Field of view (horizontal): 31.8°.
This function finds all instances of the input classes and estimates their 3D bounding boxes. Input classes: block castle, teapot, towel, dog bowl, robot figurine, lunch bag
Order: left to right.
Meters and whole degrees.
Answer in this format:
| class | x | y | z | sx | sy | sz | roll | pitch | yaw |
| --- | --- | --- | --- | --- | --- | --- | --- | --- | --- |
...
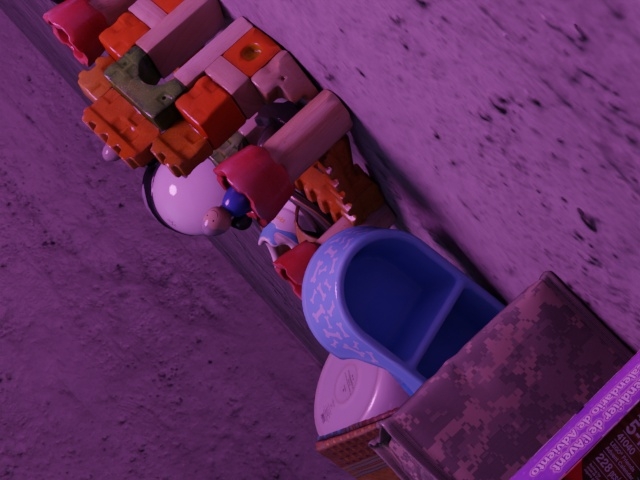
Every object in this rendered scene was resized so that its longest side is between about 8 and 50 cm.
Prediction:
| class | x | y | z | sx | sy | sz | roll | pitch | yaw |
| --- | --- | --- | --- | --- | --- | --- | --- | --- | --- |
| robot figurine | -0.242 | -0.099 | 2.114 | 0.278 | 0.209 | 0.174 | -165 | 70 | -74 |
| block castle | -0.142 | -0.129 | 1.405 | 0.453 | 0.213 | 0.303 | 42 | 169 | 32 |
| teapot | 0.121 | 0.276 | 1.939 | 0.187 | 0.256 | 0.252 | 23 | 160 | -24 |
| dog bowl | 0.121 | 0.099 | 1.289 | 0.297 | 0.166 | 0.074 | 38 | 160 | -11 |
| towel | 0.208 | 0.367 | 1.754 | 0.271 | 0.040 | 0.370 | -28 | 125 | 36 |
| lunch bag | 0.231 | 0.217 | 1.092 | 0.287 | 0.235 | 0.169 | 46 | 165 | 13 |

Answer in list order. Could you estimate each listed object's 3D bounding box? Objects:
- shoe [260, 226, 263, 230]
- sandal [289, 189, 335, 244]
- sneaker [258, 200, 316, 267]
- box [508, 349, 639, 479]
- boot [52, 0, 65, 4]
| class | x | y | z | sx | sy | sz | roll | pitch | yaw |
| --- | --- | --- | --- | --- | --- | --- | --- | --- | --- |
| shoe | -0.096 | -0.084 | 1.889 | 0.219 | 0.058 | 0.077 | 71 | -175 | -59 |
| sandal | 0.000 | 0.000 | 1.763 | 0.219 | 0.060 | 0.090 | 53 | 169 | -31 |
| sneaker | -0.023 | 0.037 | 1.877 | 0.087 | 0.092 | 0.229 | 5 | 142 | 48 |
| box | 0.314 | 0.252 | 0.973 | 0.293 | 0.201 | 0.057 | 50 | 171 | -18 |
| boot | -0.322 | -0.396 | 1.524 | 0.179 | 0.085 | 0.236 | 66 | -164 | 6 |
